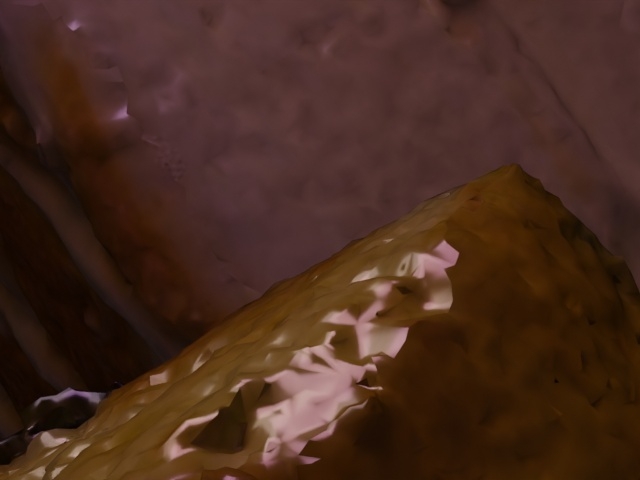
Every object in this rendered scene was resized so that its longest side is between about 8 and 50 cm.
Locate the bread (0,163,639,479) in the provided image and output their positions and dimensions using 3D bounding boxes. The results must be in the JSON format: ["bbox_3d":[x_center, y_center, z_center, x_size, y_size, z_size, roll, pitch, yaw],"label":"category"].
[{"bbox_3d":[-0.032,0.113,0.360,0.260,0.160,0.147,-28,3,21],"label":"bread"}]

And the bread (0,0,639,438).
[{"bbox_3d":[0.000,0.000,0.750,0.279,0.390,0.371,-36,-4,-27],"label":"bread"}]
